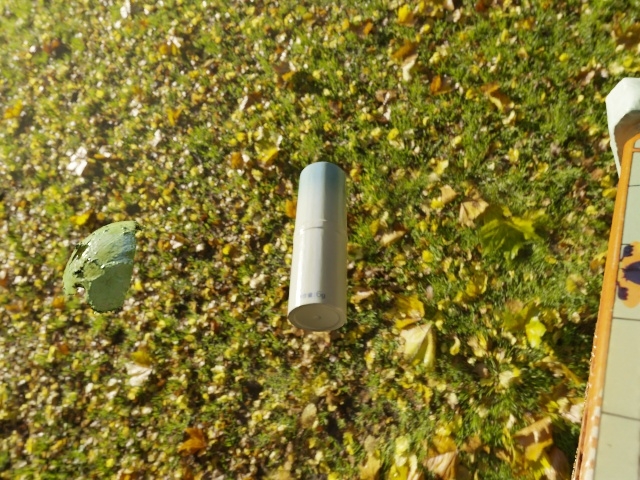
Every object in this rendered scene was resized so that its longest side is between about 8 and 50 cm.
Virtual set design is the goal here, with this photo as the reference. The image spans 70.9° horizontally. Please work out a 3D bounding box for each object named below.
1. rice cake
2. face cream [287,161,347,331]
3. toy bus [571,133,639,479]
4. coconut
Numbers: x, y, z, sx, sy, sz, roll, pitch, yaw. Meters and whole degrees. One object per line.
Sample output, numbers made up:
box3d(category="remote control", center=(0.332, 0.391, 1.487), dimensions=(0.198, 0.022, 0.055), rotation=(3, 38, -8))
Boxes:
box3d(category="rice cake", center=(0.422, -0.058, 0.579), dimensions=(0.063, 0.336, 0.066), rotation=(-10, 46, 34))
box3d(category="face cream", center=(0.000, 0.000, 0.636), dimensions=(0.077, 0.077, 0.250), rotation=(-11, 50, 18))
box3d(category="toy bus", center=(0.292, 0.046, 0.376), dimensions=(0.092, 0.093, 0.409), rotation=(2, 45, 38))
box3d(category="coconut", center=(-0.283, 0.022, 0.583), dimensions=(0.158, 0.055, 0.133), rotation=(3, 61, 43))
